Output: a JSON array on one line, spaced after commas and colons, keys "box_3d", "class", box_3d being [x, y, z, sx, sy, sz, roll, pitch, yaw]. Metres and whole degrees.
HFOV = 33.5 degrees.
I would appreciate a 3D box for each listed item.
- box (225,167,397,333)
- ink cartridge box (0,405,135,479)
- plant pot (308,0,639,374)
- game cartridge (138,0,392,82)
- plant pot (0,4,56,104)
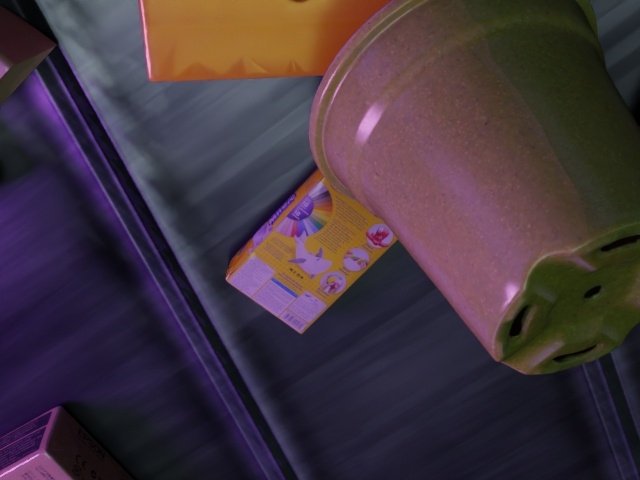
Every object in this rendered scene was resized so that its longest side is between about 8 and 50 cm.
[{"box_3d": [0.000, 0.000, 1.066, 0.105, 0.043, 0.179, 38, 114, -19], "class": "box"}, {"box_3d": [-0.303, 0.327, 1.213, 0.193, 0.088, 0.234, -29, 116, 15], "class": "ink cartridge box"}, {"box_3d": [0.164, -0.041, 0.869, 0.276, 0.253, 0.276, -17, 143, -13], "class": "plant pot"}, {"box_3d": [-0.021, -0.297, 0.901, 0.286, 0.052, 0.323, -2, 117, 0], "class": "game cartridge"}, {"box_3d": [-0.319, -0.162, 0.937, 0.109, 0.109, 0.096, -41, 101, 19], "class": "plant pot"}]
